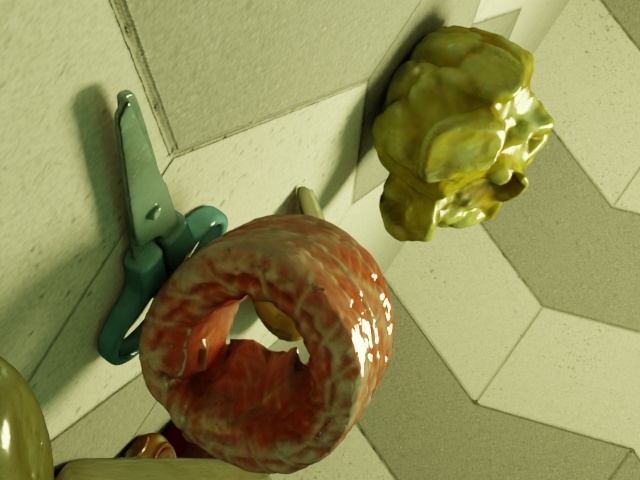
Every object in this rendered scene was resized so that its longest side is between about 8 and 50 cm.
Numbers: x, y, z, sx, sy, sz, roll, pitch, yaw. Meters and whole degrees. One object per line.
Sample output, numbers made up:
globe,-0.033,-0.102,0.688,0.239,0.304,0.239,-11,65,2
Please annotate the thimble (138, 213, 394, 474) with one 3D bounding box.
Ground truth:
thimble,-0.045,0.099,0.935,0.239,0.239,0.162,-60,175,26

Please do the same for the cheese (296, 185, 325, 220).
cheese,0.003,0.000,1.486,0.034,0.085,0.400,-27,168,-1

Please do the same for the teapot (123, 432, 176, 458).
teapot,-0.256,0.328,1.373,0.129,0.078,0.098,-65,143,-59

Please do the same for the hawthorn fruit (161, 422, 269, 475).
hawthorn fruit,-0.172,0.369,1.531,0.250,0.215,0.215,-59,170,32

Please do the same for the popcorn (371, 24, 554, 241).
popcorn,0.206,-0.176,1.500,0.292,0.294,0.334,-19,134,-1

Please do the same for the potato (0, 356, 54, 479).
potato,-0.248,0.174,0.599,0.178,0.160,0.235,-126,-131,-59

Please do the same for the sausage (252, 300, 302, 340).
sausage,-0.040,0.091,1.494,0.354,0.116,0.134,87,20,-79

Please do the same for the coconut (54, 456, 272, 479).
coconut,-0.187,0.433,1.110,0.415,0.415,0.344,-54,-168,-9

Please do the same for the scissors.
scissors,-0.147,-0.012,0.829,0.193,0.029,0.447,-52,171,-20
